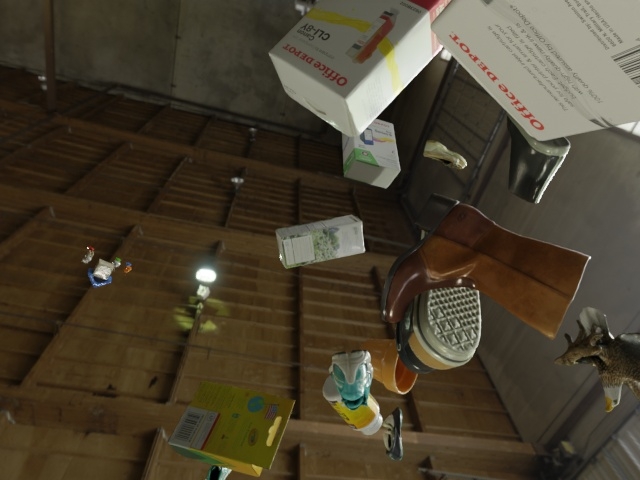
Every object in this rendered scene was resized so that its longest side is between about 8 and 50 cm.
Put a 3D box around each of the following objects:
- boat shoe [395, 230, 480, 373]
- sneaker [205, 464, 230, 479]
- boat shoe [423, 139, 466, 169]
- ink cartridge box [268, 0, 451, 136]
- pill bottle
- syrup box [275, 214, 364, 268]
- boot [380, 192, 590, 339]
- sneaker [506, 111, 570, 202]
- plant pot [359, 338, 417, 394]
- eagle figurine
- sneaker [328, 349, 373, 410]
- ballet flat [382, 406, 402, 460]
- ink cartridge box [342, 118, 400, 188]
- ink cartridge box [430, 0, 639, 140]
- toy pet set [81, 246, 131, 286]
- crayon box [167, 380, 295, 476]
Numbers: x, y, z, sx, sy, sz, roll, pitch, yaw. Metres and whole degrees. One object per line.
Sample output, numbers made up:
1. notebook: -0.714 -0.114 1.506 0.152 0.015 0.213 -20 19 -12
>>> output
1. boat shoe: 0.276 0.087 0.958 0.186 0.156 0.500 30 -137 -1
2. sneaker: -0.302 0.685 1.270 0.064 0.076 0.167 13 -145 2
3. boat shoe: 0.353 -0.233 1.202 0.152 0.048 0.056 22 178 -33
4. ink cartridge box: 0.105 -0.496 1.069 0.279 0.385 0.160 40 174 25
5. pill bottle: 0.109 0.523 1.355 0.215 0.117 0.117 53 -159 -19
6. syrup box: 0.000 0.000 1.203 0.236 0.093 0.096 -12 -162 -12
7. boot: 0.270 0.086 0.741 0.280 0.264 0.096 29 -178 22
8. sneaker: 0.382 -0.170 0.797 0.083 0.118 0.222 11 -143 4
9. plant pot: 0.257 0.470 1.648 0.187 0.205 0.205 4 -165 39
10. eagle figurine: 0.759 0.325 1.042 0.298 0.225 0.226 18 -162 7
11. sneaker: 0.068 0.330 0.964 0.106 0.275 0.110 -6 -117 7
12. ballet flat: 0.269 0.713 1.581 0.074 0.074 0.203 15 -139 -4
13. ink cartridge box: 0.155 -0.289 1.342 0.154 0.093 0.213 12 -127 -17
14. ink cartridge box: 0.246 -0.207 0.367 0.198 0.115 0.273 41 180 -10
15. toy pet set: -0.591 0.084 1.154 0.122 0.065 0.114 30 -179 -30
16. crayon box: -0.241 0.532 1.203 0.318 0.081 0.202 3 -138 21
